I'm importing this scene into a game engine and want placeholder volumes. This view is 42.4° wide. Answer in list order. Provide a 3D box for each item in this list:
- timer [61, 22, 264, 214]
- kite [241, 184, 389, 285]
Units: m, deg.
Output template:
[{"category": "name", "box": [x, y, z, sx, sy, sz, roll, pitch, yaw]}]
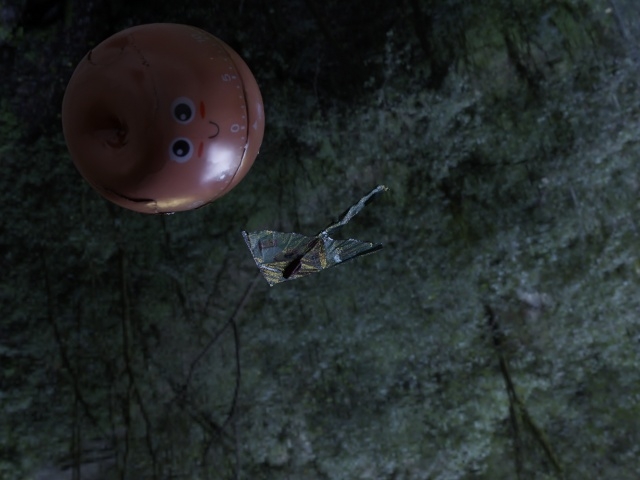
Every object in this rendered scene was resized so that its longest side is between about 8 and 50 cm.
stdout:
[{"category": "timer", "box": [-0.188, -0.146, 1.004, 0.229, 0.230, 0.215, -33, 173, 37]}, {"category": "kite", "box": [0.000, -0.001, 1.066, 0.229, 0.012, 0.250, 7, 143, -39]}]
